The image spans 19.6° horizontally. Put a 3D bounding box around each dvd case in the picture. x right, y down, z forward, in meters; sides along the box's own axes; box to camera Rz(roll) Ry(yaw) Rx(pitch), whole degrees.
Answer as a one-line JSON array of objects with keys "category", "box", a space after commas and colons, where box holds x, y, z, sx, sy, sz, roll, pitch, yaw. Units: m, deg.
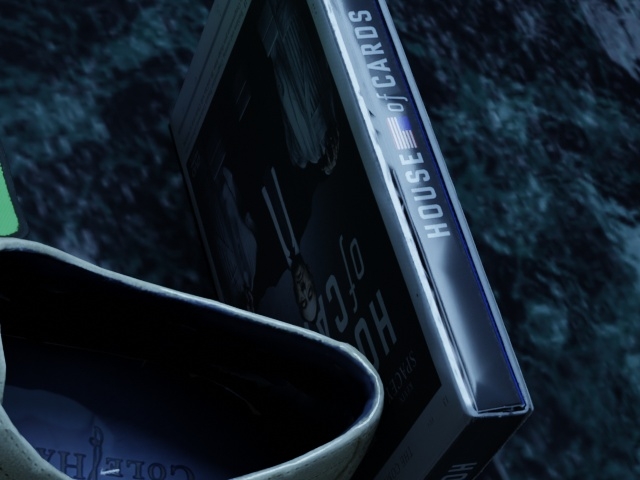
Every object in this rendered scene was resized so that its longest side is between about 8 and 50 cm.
[{"category": "dvd case", "box": [0.000, 0.000, 0.708, 0.029, 0.179, 0.239, -5, 60, -22]}]

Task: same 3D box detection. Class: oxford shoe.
[{"category": "oxford shoe", "box": [-0.167, 0.040, 0.588, 0.397, 0.146, 0.140, 8, 55, -29]}]

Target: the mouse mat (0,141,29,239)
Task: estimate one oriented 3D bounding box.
[{"category": "mouse mat", "box": [-0.193, -0.061, 0.669, 0.152, 0.007, 0.190, 9, 33, -28]}]
